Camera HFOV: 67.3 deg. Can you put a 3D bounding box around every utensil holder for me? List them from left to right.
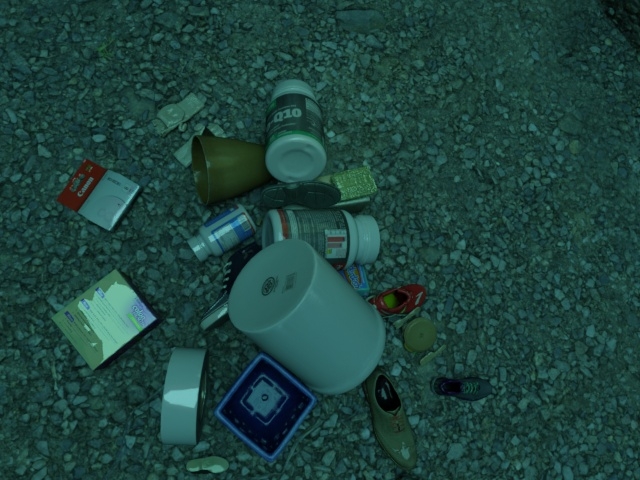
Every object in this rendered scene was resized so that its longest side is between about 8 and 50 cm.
[{"bbox_3d":[-0.038,0.226,1.421,0.328,0.327,0.385,-54,129,-14],"label":"utensil holder"}]

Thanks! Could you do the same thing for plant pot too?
[{"bbox_3d":[-0.297,-0.257,1.674,0.254,0.237,0.237,-11,80,-25],"label":"plant pot"},{"bbox_3d":[-0.173,0.511,1.519,0.236,0.212,0.236,39,76,2],"label":"plant pot"}]

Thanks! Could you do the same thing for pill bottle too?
[{"bbox_3d":[-0.341,-0.022,1.653,0.221,0.124,0.124,-33,84,-12],"label":"pill bottle"},{"bbox_3d":[-0.090,-0.384,1.664,0.204,0.204,0.361,1,49,-8],"label":"pill bottle"},{"bbox_3d":[0.000,0.000,1.601,0.362,0.210,0.211,-1,78,-19],"label":"pill bottle"}]

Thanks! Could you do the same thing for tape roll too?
[{"bbox_3d":[-0.406,0.471,1.461,0.100,0.286,0.287,4,78,-7],"label":"tape roll"}]

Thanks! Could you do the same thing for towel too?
[{"bbox_3d":[0.116,-0.194,1.654,0.148,0.027,0.110,-17,80,-12],"label":"towel"}]

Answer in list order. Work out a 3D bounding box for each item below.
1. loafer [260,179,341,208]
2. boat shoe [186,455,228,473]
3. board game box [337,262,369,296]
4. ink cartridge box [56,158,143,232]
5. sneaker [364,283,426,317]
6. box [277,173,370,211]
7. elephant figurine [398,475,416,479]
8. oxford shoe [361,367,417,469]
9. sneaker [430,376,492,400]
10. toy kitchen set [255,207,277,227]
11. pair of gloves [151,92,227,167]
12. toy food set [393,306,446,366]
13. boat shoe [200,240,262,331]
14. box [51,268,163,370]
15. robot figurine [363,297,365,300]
[{"bbox_3d":[-0.067,-0.162,1.595,0.267,0.084,0.096,-1,114,-10],"label":"loafer"},{"bbox_3d":[-0.360,0.720,1.539,0.132,0.042,0.049,1,58,-8],"label":"boat shoe"},{"bbox_3d":[0.052,0.127,1.680,0.210,0.047,0.160,-4,49,-9],"label":"board game box"},{"bbox_3d":[-0.768,-0.161,1.660,0.232,0.066,0.189,30,76,-5],"label":"ink cartridge box"},{"bbox_3d":[0.283,0.207,1.661,0.278,0.118,0.108,-13,74,-37],"label":"sneaker"},{"bbox_3d":[0.004,-0.153,1.718,0.310,0.148,0.121,-9,79,-11],"label":"box"},{"bbox_3d":[0.244,0.883,1.511,0.239,0.186,0.169,-27,48,-24],"label":"elephant figurine"},{"bbox_3d":[0.234,0.599,1.598,0.122,0.130,0.349,-23,82,-12],"label":"oxford shoe"},{"bbox_3d":[0.502,0.519,1.668,0.223,0.098,0.083,3,78,-7],"label":"sneaker"},{"bbox_3d":[-0.195,-0.071,1.707,0.068,0.075,0.083,18,72,-3],"label":"toy kitchen set"},{"bbox_3d":[-0.483,-0.410,1.757,0.204,0.042,0.240,-35,84,-13],"label":"pair of gloves"},{"bbox_3d":[0.348,0.334,1.705,0.132,0.038,0.192,-35,98,-6],"label":"toy food set"},{"bbox_3d":[-0.296,0.149,1.635,0.340,0.127,0.158,-37,79,-21],"label":"boat shoe"},{"bbox_3d":[-0.680,0.254,1.552,0.243,0.117,0.214,-40,86,-13],"label":"box"},{"bbox_3d":[0.089,0.326,1.659,0.211,0.085,0.291,29,76,-2],"label":"robot figurine"}]
